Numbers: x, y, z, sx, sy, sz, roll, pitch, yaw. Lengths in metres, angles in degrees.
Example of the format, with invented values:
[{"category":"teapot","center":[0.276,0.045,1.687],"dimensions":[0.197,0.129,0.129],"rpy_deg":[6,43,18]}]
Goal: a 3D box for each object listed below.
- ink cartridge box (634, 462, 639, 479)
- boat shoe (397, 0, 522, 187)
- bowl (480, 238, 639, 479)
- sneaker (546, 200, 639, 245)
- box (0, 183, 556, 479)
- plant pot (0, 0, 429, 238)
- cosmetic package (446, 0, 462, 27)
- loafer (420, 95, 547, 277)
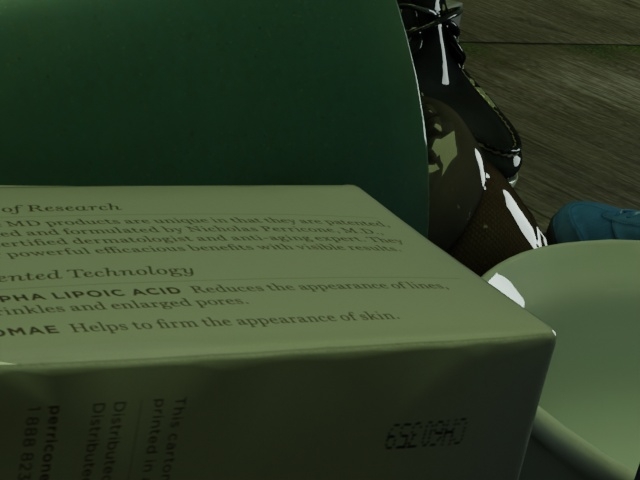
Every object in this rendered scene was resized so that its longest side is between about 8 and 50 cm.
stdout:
[{"category":"ink cartridge box","center":[0.215,0.159,0.396],"dimensions":[0.311,0.185,0.065],"rpy_deg":[14,22,8]},{"category":"boat shoe","center":[0.051,-0.180,1.215],"dimensions":[0.127,0.113,0.340],"rpy_deg":[-5,47,-51]},{"category":"bowl","center":[0.187,0.116,0.580],"dimensions":[0.298,0.134,0.298],"rpy_deg":[11,19,-4]},{"category":"sneaker","center":[0.197,0.009,0.823],"dimensions":[0.069,0.082,0.209],"rpy_deg":[0,23,-23]},{"category":"box","center":[-0.050,0.085,0.455],"dimensions":[0.182,0.181,0.119],"rpy_deg":[-1,23,-31]},{"category":"plant pot","center":[-0.140,-0.028,0.590],"dimensions":[0.235,0.293,0.293],"rpy_deg":[-15,32,-34]},{"category":"cosmetic package","center":[-0.003,-0.194,1.383],"dimensions":[0.238,0.107,0.127],"rpy_deg":[15,20,18]},{"category":"loafer","center":[0.000,0.000,0.788],"dimensions":[0.130,0.134,0.366],"rpy_deg":[43,-5,-22]}]
